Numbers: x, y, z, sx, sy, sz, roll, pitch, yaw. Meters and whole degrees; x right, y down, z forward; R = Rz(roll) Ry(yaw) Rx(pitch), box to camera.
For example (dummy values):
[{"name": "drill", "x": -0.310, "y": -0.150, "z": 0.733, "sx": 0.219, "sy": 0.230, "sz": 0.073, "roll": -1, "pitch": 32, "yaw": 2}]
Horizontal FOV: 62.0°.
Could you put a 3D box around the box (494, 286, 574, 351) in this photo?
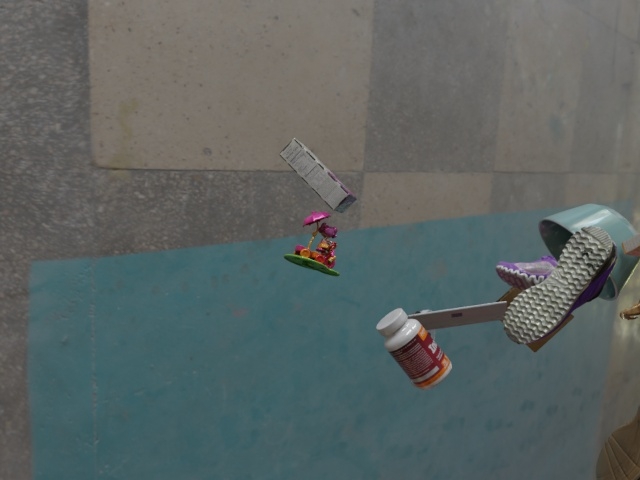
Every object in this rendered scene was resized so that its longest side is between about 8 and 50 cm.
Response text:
[{"name": "box", "x": 0.653, "y": 0.225, "z": 1.652, "sx": 0.201, "sy": 0.021, "sz": 0.164, "roll": 42, "pitch": 102, "yaw": -4}]

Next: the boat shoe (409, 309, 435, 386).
[{"name": "boat shoe", "x": 0.361, "y": 0.408, "z": 2.030, "sx": 0.113, "sy": 0.105, "sz": 0.306, "roll": 34, "pitch": 56, "yaw": -40}]

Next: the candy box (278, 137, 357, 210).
[{"name": "candy box", "x": -0.004, "y": -0.187, "z": 1.578, "sx": 0.071, "sy": 0.233, "sz": 0.159, "roll": -44, "pitch": 171, "yaw": 8}]

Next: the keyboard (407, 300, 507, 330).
[{"name": "keyboard", "x": 0.360, "y": 0.201, "z": 1.406, "sx": 0.014, "sy": 0.256, "sz": 0.072, "roll": -90, "pitch": 168, "yaw": -49}]

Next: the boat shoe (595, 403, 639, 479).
[{"name": "boat shoe", "x": 0.605, "y": 0.363, "z": 0.961, "sx": 0.103, "sy": 0.092, "sz": 0.285, "roll": -79, "pitch": -172, "yaw": -66}]

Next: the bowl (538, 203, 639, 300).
[{"name": "bowl", "x": 0.830, "y": 0.010, "z": 1.605, "sx": 0.163, "sy": 0.311, "sz": 0.311, "roll": -38, "pitch": 129, "yaw": 2}]

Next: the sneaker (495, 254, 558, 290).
[{"name": "sneaker", "x": 0.629, "y": 0.090, "z": 1.536, "sx": 0.095, "sy": 0.236, "sz": 0.104, "roll": 49, "pitch": 62, "yaw": -45}]

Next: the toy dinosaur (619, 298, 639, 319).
[{"name": "toy dinosaur", "x": 0.603, "y": 0.123, "z": 0.985, "sx": 0.211, "sy": 0.064, "sz": 0.112, "roll": -15, "pitch": 141, "yaw": -13}]

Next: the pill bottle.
[{"name": "pill bottle", "x": 0.182, "y": 0.212, "z": 1.052, "sx": 0.086, "sy": 0.086, "sz": 0.152, "roll": -42, "pitch": 95, "yaw": -30}]

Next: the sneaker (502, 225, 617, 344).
[{"name": "sneaker", "x": 0.524, "y": 0.115, "z": 1.133, "sx": 0.146, "sy": 0.102, "sz": 0.293, "roll": 21, "pitch": 112, "yaw": -45}]

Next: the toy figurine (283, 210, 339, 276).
[{"name": "toy figurine", "x": 0.000, "y": 0.000, "z": 1.506, "sx": 0.173, "sy": 0.130, "sz": 0.159, "roll": 23, "pitch": 76, "yaw": -23}]

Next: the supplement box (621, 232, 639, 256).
[{"name": "supplement box", "x": 0.865, "y": 0.005, "z": 1.416, "sx": 0.062, "sy": 0.098, "sz": 0.036, "roll": 9, "pitch": 61, "yaw": -15}]
